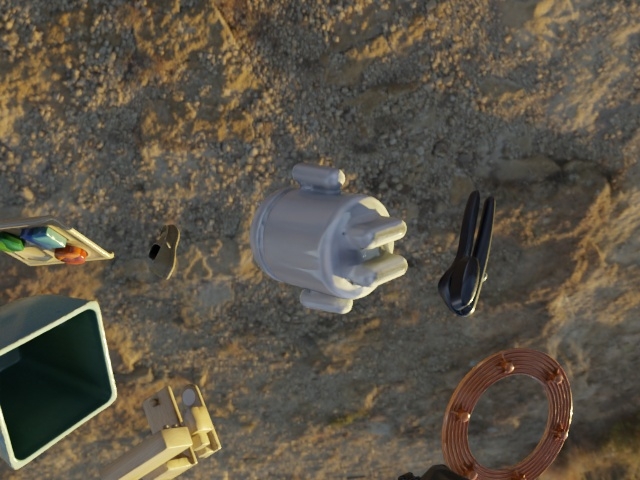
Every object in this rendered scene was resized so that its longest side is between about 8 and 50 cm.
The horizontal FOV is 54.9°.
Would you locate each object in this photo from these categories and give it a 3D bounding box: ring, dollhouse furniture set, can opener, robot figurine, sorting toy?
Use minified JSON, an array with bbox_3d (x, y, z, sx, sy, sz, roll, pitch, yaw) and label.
[{"bbox_3d":[0.410,0.393,1.317,0.336,0.032,0.337,-4,100,-21],"label":"ring"},{"bbox_3d":[-0.227,0.250,0.844,0.144,0.123,0.151,-36,155,18],"label":"dollhouse furniture set"},{"bbox_3d":[0.210,0.017,0.844,0.059,0.186,0.073,30,154,-19],"label":"can opener"},{"bbox_3d":[0.000,0.000,1.206,0.199,0.353,0.300,-13,108,-44],"label":"robot figurine"},{"bbox_3d":[-0.624,0.016,1.282,0.307,0.041,0.229,-5,158,16],"label":"sorting toy"}]

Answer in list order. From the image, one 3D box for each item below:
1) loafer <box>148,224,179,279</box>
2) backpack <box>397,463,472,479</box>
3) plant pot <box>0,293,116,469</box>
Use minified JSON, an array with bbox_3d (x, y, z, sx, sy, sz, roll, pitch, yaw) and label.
[{"bbox_3d":[-0.327,0.016,1.280,0.050,0.148,0.056,21,123,-27],"label":"loafer"},{"bbox_3d":[0.132,0.506,0.730,0.290,0.273,0.356,-3,115,-61],"label":"backpack"},{"bbox_3d":[-0.608,0.250,1.243,0.252,0.248,0.247,12,117,31],"label":"plant pot"}]
